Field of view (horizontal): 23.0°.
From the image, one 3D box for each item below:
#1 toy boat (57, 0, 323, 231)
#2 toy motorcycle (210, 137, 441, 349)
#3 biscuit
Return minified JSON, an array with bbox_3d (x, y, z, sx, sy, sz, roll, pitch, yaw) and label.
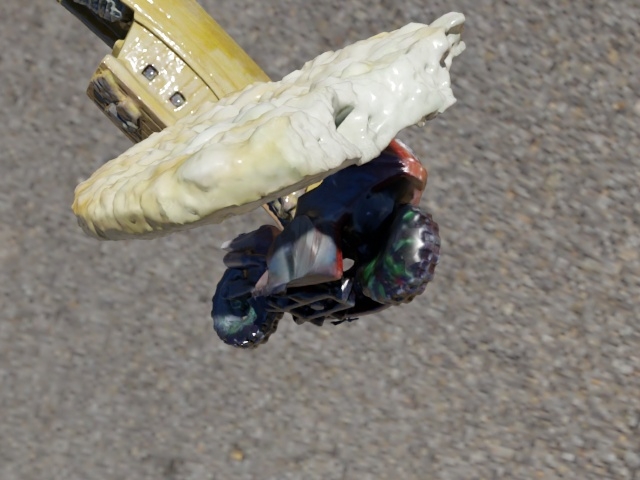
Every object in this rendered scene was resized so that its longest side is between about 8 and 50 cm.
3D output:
[{"bbox_3d":[-0.119,-0.127,1.343,0.321,0.121,0.089,47,149,3],"label":"toy boat"},{"bbox_3d":[-0.001,0.000,1.048,0.213,0.082,0.122,-20,52,44],"label":"toy motorcycle"},{"bbox_3d":[-0.019,-0.048,0.687,0.188,0.265,0.040,-23,100,3],"label":"biscuit"}]
